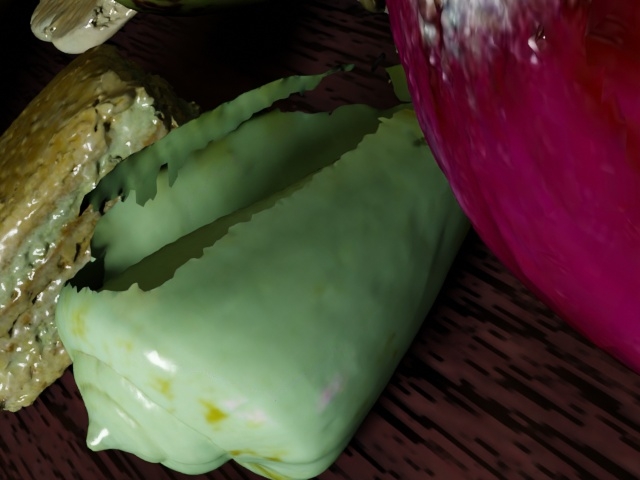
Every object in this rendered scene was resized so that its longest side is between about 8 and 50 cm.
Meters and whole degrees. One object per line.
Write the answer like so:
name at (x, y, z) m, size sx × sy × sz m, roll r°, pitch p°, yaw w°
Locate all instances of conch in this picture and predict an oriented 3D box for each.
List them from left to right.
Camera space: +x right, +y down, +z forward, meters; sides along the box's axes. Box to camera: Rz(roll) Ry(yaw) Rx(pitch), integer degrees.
conch at (-0.019, -0.005, 0.749) m, size 0.143 × 0.137 × 0.250 m, roll -12°, pitch 43°, yaw 51°

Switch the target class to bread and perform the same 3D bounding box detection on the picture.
bread at (-0.148, -0.012, 1.001) m, size 0.196 × 0.102 × 0.138 m, roll -45°, pitch 24°, yaw 9°
bread at (-0.136, -0.250, 1.376) m, size 0.251 × 0.039 × 0.182 m, roll -51°, pitch 26°, yaw -5°

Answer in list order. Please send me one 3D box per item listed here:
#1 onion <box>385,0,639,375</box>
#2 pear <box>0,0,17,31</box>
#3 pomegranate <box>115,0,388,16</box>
onion at (0.148, -0.083, 0.471) m, size 0.337 × 0.282 × 0.260 m, roll -133°, pitch 46°, yaw -57°
pear at (-0.437, -0.260, 1.506) m, size 0.362 × 0.362 × 0.418 m, roll -39°, pitch 52°, yaw 19°
pomegranate at (-0.033, -0.249, 1.019) m, size 0.285 × 0.285 × 0.340 m, roll -49°, pitch 57°, yaw -1°
